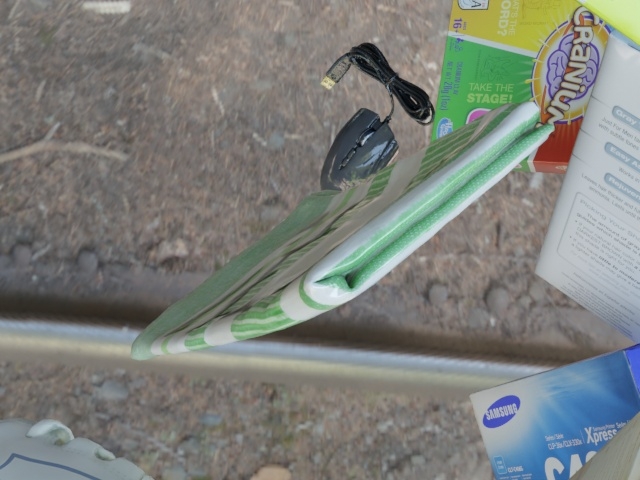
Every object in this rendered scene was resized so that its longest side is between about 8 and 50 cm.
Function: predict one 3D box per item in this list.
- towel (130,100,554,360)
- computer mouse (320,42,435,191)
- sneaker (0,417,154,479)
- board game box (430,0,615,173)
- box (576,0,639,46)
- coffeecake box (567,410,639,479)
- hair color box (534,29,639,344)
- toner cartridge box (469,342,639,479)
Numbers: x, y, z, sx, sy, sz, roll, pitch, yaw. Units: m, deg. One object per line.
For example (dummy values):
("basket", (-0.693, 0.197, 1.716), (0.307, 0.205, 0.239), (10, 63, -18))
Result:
("towel", (0.000, 0.000, 0.827), (0.248, 0.324, 0.038), (-39, 101, -29))
("computer mouse", (0.040, -0.161, 1.589), (0.184, 0.060, 0.262), (51, 131, 19))
("sneaker", (-0.091, 0.110, 0.355), (0.297, 0.129, 0.111), (-8, 129, 15))
("board game box", (0.307, -0.205, 1.340), (0.316, 0.064, 0.242), (5, 83, 30))
("box", (0.163, -0.166, 0.543), (0.178, 0.042, 0.109), (37, 111, 4))
("coffeecake box", (0.242, 0.239, 0.909), (0.068, 0.142, 0.185), (37, 128, 6))
("hair color box", (0.364, -0.057, 1.137), (0.185, 0.113, 0.375), (37, 149, 24))
("toner cartridge box", (0.305, 0.224, 1.247), (0.075, 0.348, 0.165), (-12, 79, -23))
